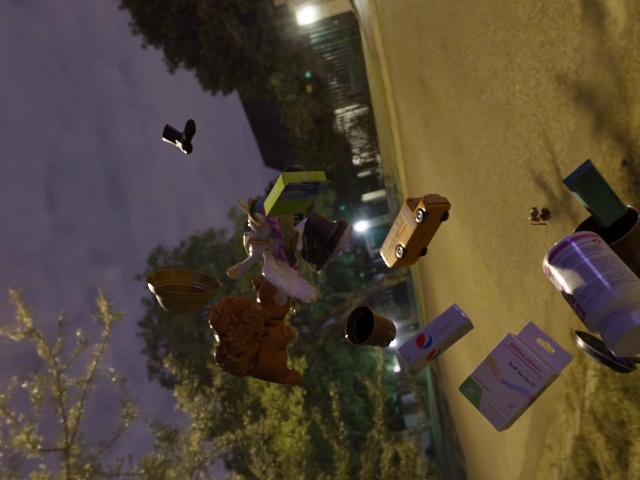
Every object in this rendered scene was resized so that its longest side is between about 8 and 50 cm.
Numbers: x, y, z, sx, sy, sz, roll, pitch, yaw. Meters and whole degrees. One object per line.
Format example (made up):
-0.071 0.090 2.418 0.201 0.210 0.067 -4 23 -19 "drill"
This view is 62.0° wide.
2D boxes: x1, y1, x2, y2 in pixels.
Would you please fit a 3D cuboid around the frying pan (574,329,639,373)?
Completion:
0.908 0.350 1.665 0.326 0.053 0.197 12 -160 -43 "frying pan"

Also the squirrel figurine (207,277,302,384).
-0.229 0.320 1.998 0.397 0.281 0.370 21 -97 -54 "squirrel figurine"

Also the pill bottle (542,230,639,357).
0.673 0.124 1.267 0.283 0.160 0.160 -109 1 -47 "pill bottle"

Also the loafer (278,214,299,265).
-0.079 -0.006 1.420 0.056 0.050 0.148 155 103 -85 "loafer"

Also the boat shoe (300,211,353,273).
0.000 0.000 1.247 0.095 0.112 0.335 33 167 0 "boat shoe"

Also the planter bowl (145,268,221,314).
-0.406 0.159 1.567 0.217 0.217 0.090 -90 11 -76 "planter bowl"

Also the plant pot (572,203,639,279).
0.965 0.040 1.701 0.230 0.215 0.215 48 -169 -15 "plant pot"

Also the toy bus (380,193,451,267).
0.331 -0.038 1.886 0.332 0.108 0.130 112 145 -42 "toy bus"

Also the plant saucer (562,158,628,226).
0.576 -0.092 1.105 0.192 0.067 0.018 34 -159 -31 "plant saucer"

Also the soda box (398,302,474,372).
0.333 0.282 1.536 0.069 0.216 0.074 51 180 39 "soda box"

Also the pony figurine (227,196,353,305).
-0.123 0.050 1.636 0.303 0.351 0.363 -54 -10 -37 "pony figurine"

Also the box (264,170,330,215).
-0.059 -0.114 1.266 0.178 0.109 0.042 133 126 -59 "box"

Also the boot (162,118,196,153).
-0.401 -0.309 1.494 0.114 0.037 0.106 34 123 28 "boot"

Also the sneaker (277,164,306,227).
-0.079 -0.120 1.738 0.106 0.101 0.267 -118 27 -47 "sneaker"

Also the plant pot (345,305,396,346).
0.220 0.374 2.230 0.165 0.167 0.167 24 -140 -37 "plant pot"

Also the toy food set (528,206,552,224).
0.790 -0.092 1.907 0.122 0.078 0.019 64 -149 -61 "toy food set"

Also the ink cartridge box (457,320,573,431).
0.683 0.469 1.872 0.207 0.353 0.119 45 -166 34 "ink cartridge box"
